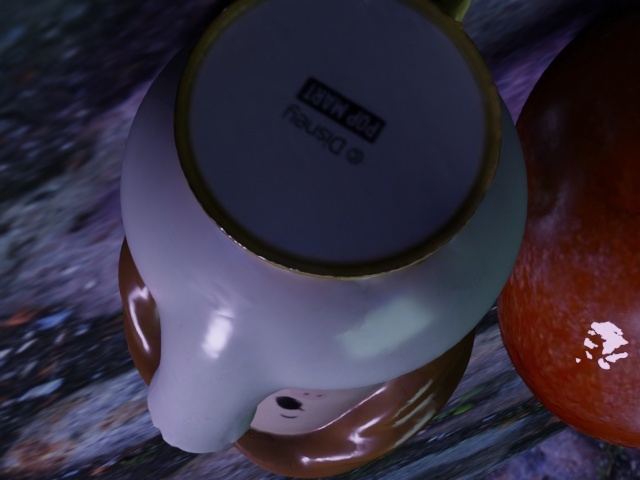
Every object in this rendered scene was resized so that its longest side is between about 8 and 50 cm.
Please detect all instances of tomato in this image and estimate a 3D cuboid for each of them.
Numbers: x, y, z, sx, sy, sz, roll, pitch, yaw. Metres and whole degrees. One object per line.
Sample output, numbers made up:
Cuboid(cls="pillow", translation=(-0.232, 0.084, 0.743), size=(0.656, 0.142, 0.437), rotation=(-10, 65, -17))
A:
Cuboid(cls="tomato", translation=(0.189, -0.006, 0.883), size=(0.188, 0.232, 0.232), rotation=(8, -175, 28))

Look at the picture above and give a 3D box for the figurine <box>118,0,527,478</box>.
Cuboid(cls="figurine", translation=(0.000, 0.000, 0.702), size=(0.189, 0.142, 0.263), rotation=(-50, 171, -15))
